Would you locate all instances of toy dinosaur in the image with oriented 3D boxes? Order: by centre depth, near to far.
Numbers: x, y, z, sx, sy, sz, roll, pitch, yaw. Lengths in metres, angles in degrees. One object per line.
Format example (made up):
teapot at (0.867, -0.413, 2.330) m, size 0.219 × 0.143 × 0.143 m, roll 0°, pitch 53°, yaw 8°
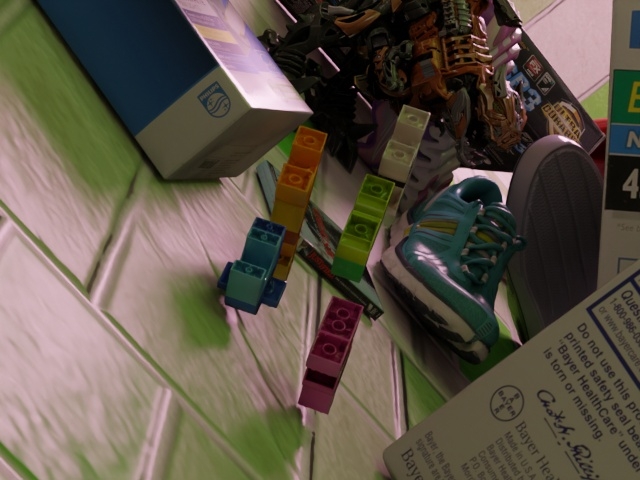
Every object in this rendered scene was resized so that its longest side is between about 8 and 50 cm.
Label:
toy dinosaur at (0.062, -0.181, 1.328) m, size 0.164 × 0.218 × 0.322 m, roll 41°, pitch 18°, yaw -36°

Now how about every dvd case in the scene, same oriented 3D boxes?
dvd case at (0.000, 0.000, 1.108) m, size 0.119 × 0.013 × 0.087 m, roll 41°, pitch 18°, yaw -35°

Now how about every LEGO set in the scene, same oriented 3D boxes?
LEGO set at (-0.006, 0.010, 0.911) m, size 0.087 × 0.093 × 0.227 m, roll 19°, pitch 45°, yaw 4°

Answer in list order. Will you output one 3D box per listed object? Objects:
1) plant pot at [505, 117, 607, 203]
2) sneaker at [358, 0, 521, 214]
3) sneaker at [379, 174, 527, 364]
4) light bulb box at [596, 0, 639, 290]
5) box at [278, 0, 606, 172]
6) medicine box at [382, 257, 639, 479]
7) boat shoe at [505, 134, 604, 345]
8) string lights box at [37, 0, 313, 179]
plant pot at (0.345, -0.011, 1.784) m, size 0.275 × 0.275 × 0.243 m, roll 52°, pitch 5°, yaw -1°
sneaker at (0.103, -0.137, 1.409) m, size 0.104 × 0.236 × 0.095 m, roll 40°, pitch 36°, yaw 17°
sneaker at (0.119, 0.011, 1.263) m, size 0.107 × 0.110 × 0.275 m, roll 48°, pitch 15°, yaw -16°
light bulb box at (0.350, -0.020, 1.235) m, size 0.358 × 0.225 × 0.361 m, roll -31°, pitch 124°, yaw -74°
box at (0.115, -0.194, 1.561) m, size 0.295 × 0.073 × 0.293 m, roll 47°, pitch -17°, yaw -22°
medicine box at (0.235, 0.138, 0.943) m, size 0.263 × 0.289 × 0.149 m, roll 32°, pitch 24°, yaw -54°
boat shoe at (0.215, 0.025, 1.440) m, size 0.094 × 0.109 × 0.302 m, roll 43°, pitch -30°, yaw 49°
string lights box at (-0.126, -0.164, 0.974) m, size 0.260 × 0.076 × 0.133 m, roll 54°, pitch 15°, yaw 7°
